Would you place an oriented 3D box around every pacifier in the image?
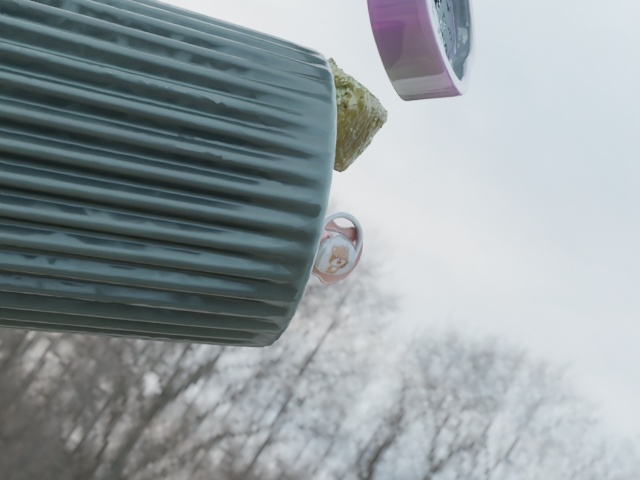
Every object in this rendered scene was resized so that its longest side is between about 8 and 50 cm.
[{"bbox_3d":[0.000,0.000,1.499,0.099,0.081,0.078,23,7,-42],"label":"pacifier"}]

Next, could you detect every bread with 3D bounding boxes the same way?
[{"bbox_3d":[0.021,-0.185,2.167,0.102,0.138,0.196,46,1,25],"label":"bread"}]

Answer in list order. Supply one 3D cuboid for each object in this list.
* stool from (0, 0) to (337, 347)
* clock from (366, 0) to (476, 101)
[{"bbox_3d":[-0.178,-0.062,1.087,0.330,0.297,0.297,10,-6,-14],"label":"stool"},{"bbox_3d":[0.164,-0.397,2.297,0.102,0.339,0.338,-6,-27,19],"label":"clock"}]
